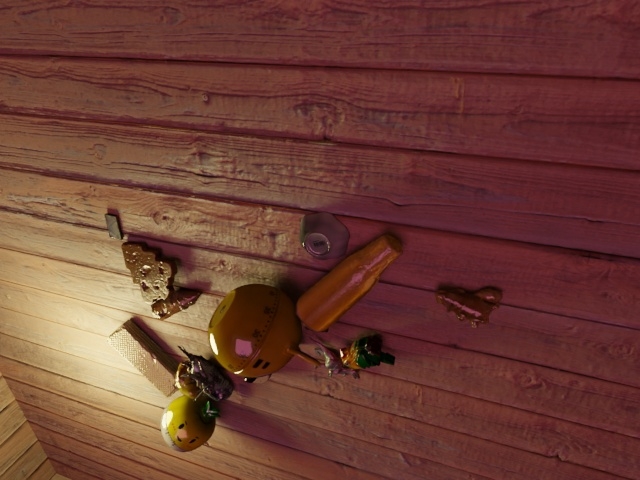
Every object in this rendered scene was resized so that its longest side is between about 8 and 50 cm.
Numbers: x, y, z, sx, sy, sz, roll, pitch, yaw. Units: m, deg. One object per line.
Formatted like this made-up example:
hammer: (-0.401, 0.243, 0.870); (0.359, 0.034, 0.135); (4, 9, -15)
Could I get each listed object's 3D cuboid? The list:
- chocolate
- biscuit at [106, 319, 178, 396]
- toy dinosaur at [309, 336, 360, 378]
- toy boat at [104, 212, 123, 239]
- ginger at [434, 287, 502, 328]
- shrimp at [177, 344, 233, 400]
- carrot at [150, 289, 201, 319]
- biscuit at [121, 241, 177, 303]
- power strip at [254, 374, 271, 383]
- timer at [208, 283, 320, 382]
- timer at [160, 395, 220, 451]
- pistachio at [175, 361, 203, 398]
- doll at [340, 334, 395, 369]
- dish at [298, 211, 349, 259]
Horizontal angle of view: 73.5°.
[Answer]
chocolate: (0.105, 0.143, 1.445); (0.162, 0.162, 0.445); (42, 121, -6)
biscuit: (-0.838, 0.579, 2.093); (0.144, 0.078, 0.426); (-39, 100, 13)
toy dinosaur: (0.042, 0.468, 1.711); (0.167, 0.053, 0.242); (-13, 113, 26)
toy boat: (-0.859, -0.056, 1.783); (0.063, 0.016, 0.115); (12, 122, 15)
ginger: (0.468, 0.209, 1.365); (0.206, 0.081, 0.115); (0, 108, 22)
shrimp: (-0.544, 0.629, 1.965); (0.137, 0.172, 0.372); (-41, 116, 10)
carrot: (-0.605, 0.264, 1.836); (0.263, 0.102, 0.102); (-22, 109, 26)
biscuit: (-0.720, 0.115, 1.798); (0.278, 0.043, 0.301); (-41, 88, 31)
power strip: (-0.275, 0.548, 1.869); (0.154, 0.078, 0.154); (9, 121, 16)
timer: (-0.203, 0.350, 1.569); (0.387, 0.376, 0.376); (34, 127, -17)
timer: (-0.608, 0.870, 2.099); (0.285, 0.285, 0.285); (10, 122, 16)
pistachio: (-0.629, 0.671, 2.060); (0.100, 0.110, 0.189); (-36, 84, 14)
doll: (0.165, 0.429, 1.605); (0.186, 0.106, 0.134); (-24, 119, 31)
dish: (0.000, 0.000, 1.440); (0.191, 0.066, 0.190); (10, 123, 16)
